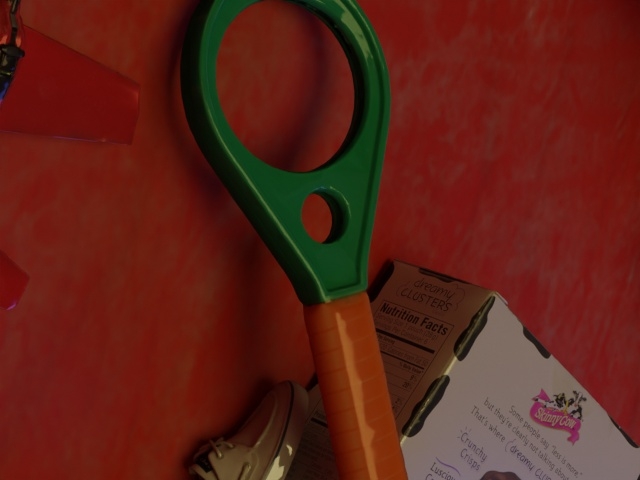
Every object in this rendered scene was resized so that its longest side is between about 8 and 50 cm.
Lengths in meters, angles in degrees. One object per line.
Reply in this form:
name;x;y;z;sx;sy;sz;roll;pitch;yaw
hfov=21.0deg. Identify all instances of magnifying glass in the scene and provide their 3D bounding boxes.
magnifying glass;0.000;0.000;0.706;0.092;0.026;0.231;-14;91;-34

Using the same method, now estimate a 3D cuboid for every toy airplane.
toy airplane;-0.128;-0.039;0.623;0.151;0.028;0.151;-11;109;-37

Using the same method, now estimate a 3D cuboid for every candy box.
candy box;0.048;0.135;0.800;0.165;0.070;0.196;45;73;-39

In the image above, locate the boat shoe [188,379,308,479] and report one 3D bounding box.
boat shoe;-0.039;0.101;0.739;0.035;0.035;0.100;31;74;-17
